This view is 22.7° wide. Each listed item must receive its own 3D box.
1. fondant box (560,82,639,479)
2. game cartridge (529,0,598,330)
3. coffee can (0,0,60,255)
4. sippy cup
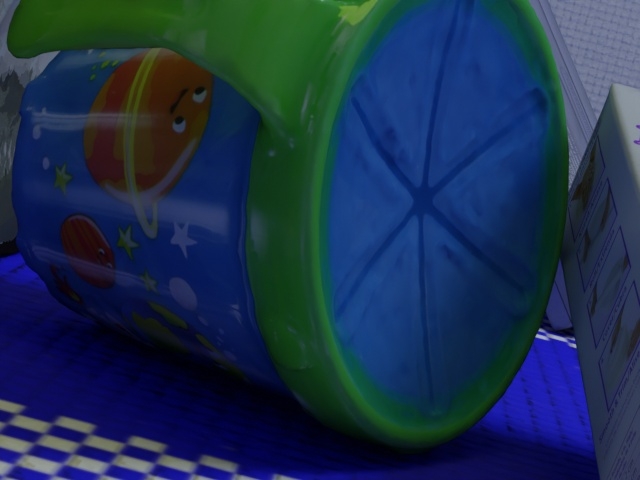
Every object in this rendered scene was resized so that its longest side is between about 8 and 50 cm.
[{"bbox_3d":[0.246,0.058,0.722,0.238,0.096,0.330,14,27,-5],"label":"fondant box"},{"bbox_3d":[0.173,-0.102,1.314,0.068,0.355,0.230,-25,-9,28],"label":"game cartridge"},{"bbox_3d":[-0.290,-0.125,0.988,0.275,0.201,0.201,17,9,16],"label":"coffee can"},{"bbox_3d":[-0.026,-0.027,0.801,0.224,0.305,0.240,7,31,37],"label":"sippy cup"}]
